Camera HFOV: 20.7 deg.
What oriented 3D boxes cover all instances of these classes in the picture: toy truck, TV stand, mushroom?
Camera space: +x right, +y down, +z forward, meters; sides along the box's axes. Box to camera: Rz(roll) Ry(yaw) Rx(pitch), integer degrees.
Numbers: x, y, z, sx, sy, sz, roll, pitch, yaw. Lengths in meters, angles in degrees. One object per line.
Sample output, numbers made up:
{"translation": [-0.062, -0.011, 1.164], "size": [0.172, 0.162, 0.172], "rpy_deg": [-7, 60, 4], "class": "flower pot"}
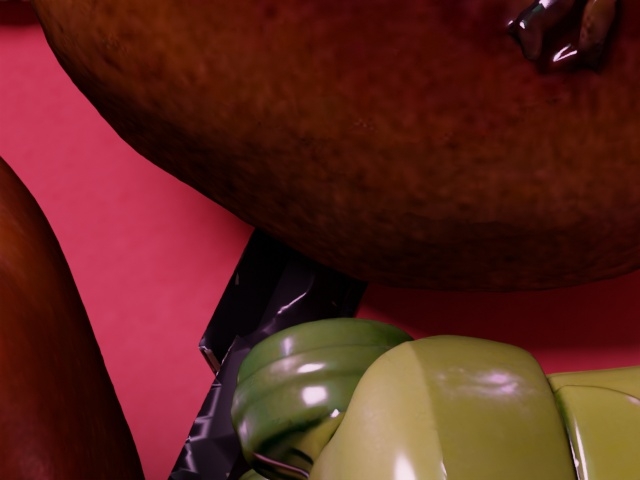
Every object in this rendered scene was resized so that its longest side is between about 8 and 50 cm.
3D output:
{"translation": [0.066, 0.103, 0.523], "size": [0.210, 0.187, 0.148], "rpy_deg": [-12, 61, 8], "class": "toy truck"}
{"translation": [0.000, 0.000, 0.701], "size": [0.042, 0.036, 0.249], "rpy_deg": [14, 63, 22], "class": "TV stand"}
{"translation": [0.064, -0.142, 0.660], "size": [0.345, 0.259, 0.346], "rpy_deg": [-2, 83, 17], "class": "mushroom"}

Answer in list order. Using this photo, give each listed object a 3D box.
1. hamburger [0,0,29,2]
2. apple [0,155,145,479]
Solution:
{"translation": [-0.148, -0.198, 0.820], "size": [0.206, 0.130, 0.183], "rpy_deg": [-4, 59, 10], "class": "hamburger"}
{"translation": [-0.181, 0.108, 0.509], "size": [0.288, 0.317, 0.288], "rpy_deg": [-1, 31, 1], "class": "apple"}
